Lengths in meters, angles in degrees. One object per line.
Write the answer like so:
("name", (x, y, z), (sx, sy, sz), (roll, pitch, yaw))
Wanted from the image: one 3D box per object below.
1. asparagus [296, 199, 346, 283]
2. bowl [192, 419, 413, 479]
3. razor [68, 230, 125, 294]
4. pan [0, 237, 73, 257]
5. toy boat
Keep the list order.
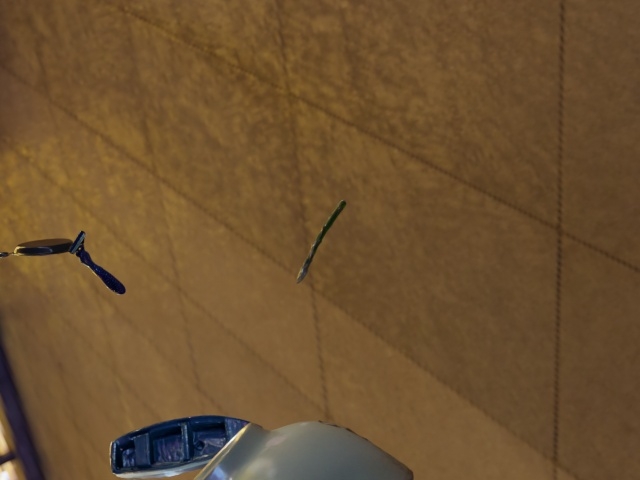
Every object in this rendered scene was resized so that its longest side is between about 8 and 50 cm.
("asparagus", (0.000, 0.000, 1.698), (0.016, 0.162, 0.016), (39, 150, -17))
("bowl", (-0.074, 0.342, 1.302), (0.185, 0.354, 0.354), (43, 151, 1))
("razor", (-0.374, 0.043, 1.832), (0.028, 0.044, 0.154), (7, 148, 32))
("pan", (-0.667, 0.021, 2.459), (0.136, 0.235, 0.028), (-76, -21, -82))
("toy boat", (-0.252, 0.394, 2.092), (0.061, 0.299, 0.096), (71, -171, -54))
